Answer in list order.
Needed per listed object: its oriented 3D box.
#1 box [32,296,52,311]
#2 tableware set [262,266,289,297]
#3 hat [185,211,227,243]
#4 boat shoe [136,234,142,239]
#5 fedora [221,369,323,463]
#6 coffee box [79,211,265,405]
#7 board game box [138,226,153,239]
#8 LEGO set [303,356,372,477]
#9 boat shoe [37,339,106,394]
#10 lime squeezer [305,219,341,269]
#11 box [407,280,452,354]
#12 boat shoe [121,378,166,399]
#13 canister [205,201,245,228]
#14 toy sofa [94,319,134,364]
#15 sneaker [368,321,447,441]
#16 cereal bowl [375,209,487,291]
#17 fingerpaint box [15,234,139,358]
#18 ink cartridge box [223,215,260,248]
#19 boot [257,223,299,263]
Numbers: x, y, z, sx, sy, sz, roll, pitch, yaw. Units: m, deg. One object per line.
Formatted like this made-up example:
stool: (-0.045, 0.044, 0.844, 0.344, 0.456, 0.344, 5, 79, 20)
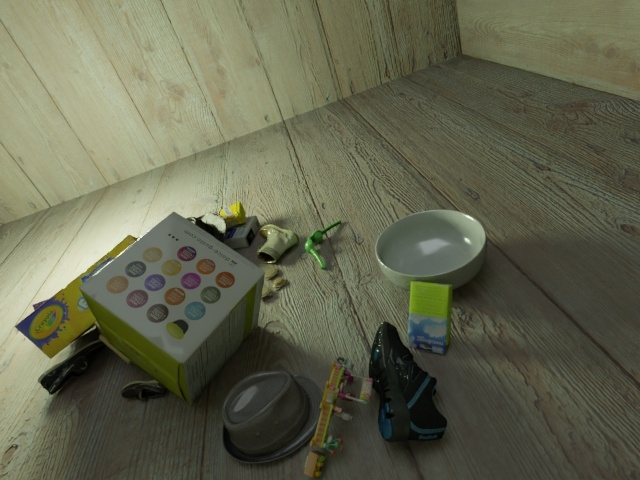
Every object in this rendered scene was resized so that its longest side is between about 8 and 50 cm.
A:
box: (-1.047, 0.233, 1.798, 0.293, 0.057, 0.201, -21, 3, -1)
tableware set: (-0.203, 0.161, 1.552, 0.141, 0.020, 0.168, -30, 32, -19)
hat: (-0.564, -0.001, 1.766, 0.331, 0.134, 0.331, -17, 57, 28)
boat shoe: (-0.855, 0.074, 1.961, 0.096, 0.117, 0.324, -28, 38, -17)
fedora: (-0.136, 0.414, 1.038, 0.275, 0.124, 0.244, -24, 33, -5)
coffee box: (-0.401, 0.200, 1.192, 0.337, 0.338, 0.334, 32, 52, 11)
board game box: (-0.778, 0.041, 1.849, 0.160, 0.047, 0.210, 18, 55, 33)
LEGO set: (0.052, 0.403, 0.965, 0.107, 0.132, 0.287, 14, 44, 8)
boat shoe: (-0.865, 0.445, 1.467, 0.079, 0.084, 0.233, 41, 51, 12)
lime squeezer: (0.000, 0.000, 1.644, 0.110, 0.059, 0.310, -7, 34, 22)
box: (0.294, 0.203, 1.106, 0.109, 0.178, 0.042, 4, 2, 34)
boat shoe: (-0.544, 0.461, 1.261, 0.152, 0.056, 0.049, -15, 27, 8)
canister: (-0.439, -0.102, 1.911, 0.170, 0.073, 0.126, -21, 34, 3)
toy sofa: (-0.576, 0.244, 1.442, 0.150, 0.177, 0.362, 33, 54, 13)
sneaker: (0.200, 0.338, 1.005, 0.139, 0.125, 0.341, 8, 31, -5)
cereal bowl: (0.349, 0.050, 1.294, 0.339, 0.141, 0.339, -15, 33, 10)
fingerpaint box: (-0.814, 0.190, 1.531, 0.445, 0.163, 0.371, -44, 11, -16)
ink cartridge box: (-0.480, -0.021, 1.936, 0.371, 0.069, 0.176, -7, 35, 17)
boot: (-0.215, 0.015, 1.724, 0.213, 0.077, 0.165, 14, 47, 38)
